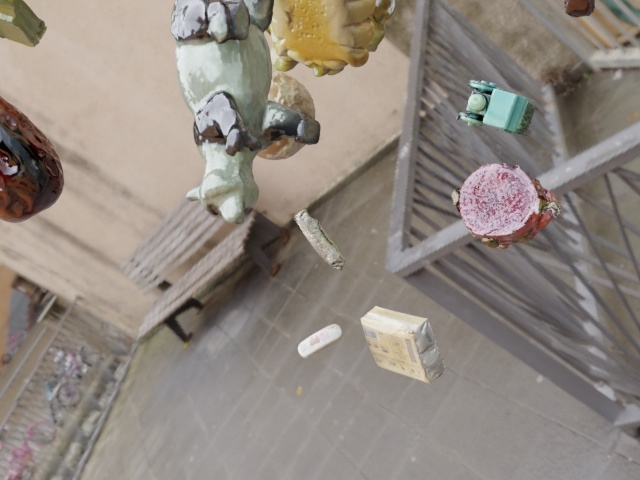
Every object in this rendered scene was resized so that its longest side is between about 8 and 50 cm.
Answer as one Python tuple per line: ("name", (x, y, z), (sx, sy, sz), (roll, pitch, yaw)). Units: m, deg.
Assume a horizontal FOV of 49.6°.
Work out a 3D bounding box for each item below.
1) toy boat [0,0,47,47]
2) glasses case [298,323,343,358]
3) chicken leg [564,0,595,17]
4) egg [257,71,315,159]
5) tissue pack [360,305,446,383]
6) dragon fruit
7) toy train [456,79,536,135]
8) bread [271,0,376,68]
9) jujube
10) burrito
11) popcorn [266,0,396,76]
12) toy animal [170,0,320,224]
("toy boat", (-0.774, -0.556, 1.748), (0.276, 0.111, 0.084), (-177, 104, -83))
("glasses case", (0.000, 0.174, 1.195), (0.083, 0.021, 0.032), (-31, 50, 3))
("chicken leg", (0.390, -0.445, 1.040), (0.083, 0.177, 0.322), (-33, -1, 8))
("egg", (-0.106, -0.280, 1.588), (0.233, 0.195, 0.194), (112, -178, -61))
("tissue pack", (0.228, 0.287, 1.919), (0.090, 0.186, 0.222), (-36, 23, -31))
("dragon fruit", (0.470, -0.075, 1.719), (0.282, 0.147, 0.210), (12, 84, 34))
("toy train", (0.442, -0.327, 1.719), (0.203, 0.163, 0.112), (-18, -53, -61))
("bread", (0.001, -0.412, 1.059), (0.311, 0.173, 0.121), (84, -152, -48))
("jujube", (-0.565, -0.150, 1.236), (0.168, 0.236, 0.168), (-17, 25, 8))
("burrito", (0.001, -0.001, 1.764), (0.045, 0.188, 0.058), (-32, -8, -26))
("popcorn", (-0.020, -0.480, 1.331), (0.321, 0.326, 0.289), (-90, 12, -51))
("toy animal", (-0.075, -0.126, 0.592), (0.121, 0.094, 0.225), (-8, 91, 49))
